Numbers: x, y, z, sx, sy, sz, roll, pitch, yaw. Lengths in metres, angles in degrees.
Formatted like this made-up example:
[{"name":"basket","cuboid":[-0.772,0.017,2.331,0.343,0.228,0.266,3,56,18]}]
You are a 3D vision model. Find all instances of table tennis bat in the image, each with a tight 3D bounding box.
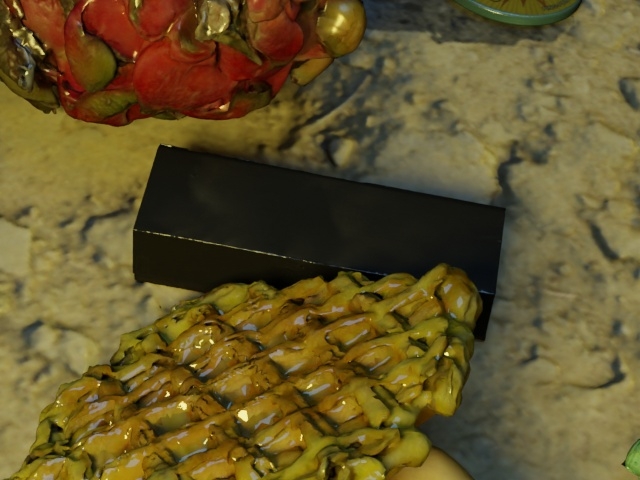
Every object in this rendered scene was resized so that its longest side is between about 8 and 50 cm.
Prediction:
[{"name":"table tennis bat","cuboid":[0.118,-0.200,1.341,0.155,0.019,0.100,20,48,9]}]

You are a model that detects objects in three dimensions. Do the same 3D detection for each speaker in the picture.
[{"name":"speaker","cuboid":[0.000,0.000,1.114,0.218,0.044,0.082,10,46,1]}]

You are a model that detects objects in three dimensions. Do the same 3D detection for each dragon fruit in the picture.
[{"name":"dragon fruit","cuboid":[-0.098,-0.195,1.157,0.291,0.250,0.269,28,30,26]}]

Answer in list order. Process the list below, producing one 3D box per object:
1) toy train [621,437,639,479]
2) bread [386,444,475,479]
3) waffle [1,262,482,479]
[{"name":"toy train","cuboid":[0.250,0.157,0.976,0.099,0.072,0.188,-32,58,-31]},{"name":"bread","cuboid":[0.088,0.231,0.868,0.142,0.091,0.305,-27,55,-23]},{"name":"waffle","cuboid":[-0.036,0.082,0.954,0.245,0.052,0.254,-8,25,25]}]
